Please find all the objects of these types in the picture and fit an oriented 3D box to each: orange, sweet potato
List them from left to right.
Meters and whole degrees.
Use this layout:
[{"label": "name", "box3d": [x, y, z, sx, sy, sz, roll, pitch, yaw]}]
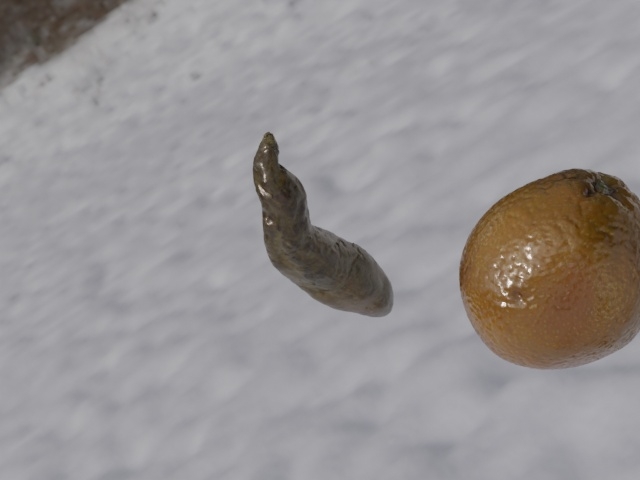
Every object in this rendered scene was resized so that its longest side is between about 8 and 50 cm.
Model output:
[{"label": "sweet potato", "box3d": [-0.002, 0.005, 0.715, 0.038, 0.153, 0.041, 2, 60, 31]}, {"label": "orange", "box3d": [0.094, 0.012, 0.554, 0.085, 0.085, 0.085, -30, 13, 8]}]
